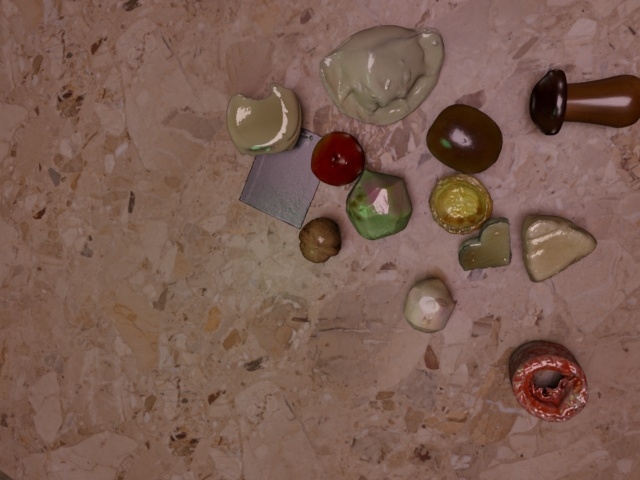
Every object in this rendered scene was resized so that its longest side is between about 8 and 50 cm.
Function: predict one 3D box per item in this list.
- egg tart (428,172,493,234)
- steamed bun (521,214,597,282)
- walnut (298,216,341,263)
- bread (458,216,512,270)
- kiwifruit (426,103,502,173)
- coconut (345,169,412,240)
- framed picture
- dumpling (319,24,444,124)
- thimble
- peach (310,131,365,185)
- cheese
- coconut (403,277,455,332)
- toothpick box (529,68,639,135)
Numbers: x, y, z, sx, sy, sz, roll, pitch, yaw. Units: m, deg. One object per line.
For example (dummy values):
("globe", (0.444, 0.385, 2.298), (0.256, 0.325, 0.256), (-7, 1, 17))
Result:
("egg tart", (0.457, -0.122, 1.761), (0.212, 0.090, 0.213), (7, 115, 16))
("steamed bun", (0.726, -0.004, 1.717), (0.231, 0.110, 0.212), (-33, 108, 14))
("walnut", (0.000, 0.000, 1.859), (0.155, 0.184, 0.155), (3, 105, 10))
("bread", (0.561, 0.019, 1.766), (0.172, 0.064, 0.232), (28, 126, -10))
("kiwifruit", (0.454, -0.312, 1.690), (0.234, 0.196, 0.196), (36, 106, -1))
("coconut", (0.190, -0.126, 1.782), (0.204, 0.236, 0.236), (-26, 93, -18))
("framed picture", (-0.124, -0.243, 1.934), (0.255, 0.014, 0.339), (25, 105, 8))
("dumpling", (0.208, -0.527, 1.735), (0.395, 0.233, 0.315), (-20, 127, 3))
("thimble", (0.742, 0.460, 1.767), (0.239, 0.162, 0.239), (3, 100, 14))
("peach", (0.059, -0.268, 1.788), (0.197, 0.197, 0.197), (2, 100, 13))
("cheese", (-0.193, -0.411, 1.847), (0.266, 0.127, 0.233), (-1, 100, 12))
("coconut", (0.367, 0.213, 1.814), (0.171, 0.171, 0.183), (19, 111, 10))
("toothpick box", (0.776, -0.410, 1.599), (0.294, 0.192, 0.192), (0, 100, 8))
